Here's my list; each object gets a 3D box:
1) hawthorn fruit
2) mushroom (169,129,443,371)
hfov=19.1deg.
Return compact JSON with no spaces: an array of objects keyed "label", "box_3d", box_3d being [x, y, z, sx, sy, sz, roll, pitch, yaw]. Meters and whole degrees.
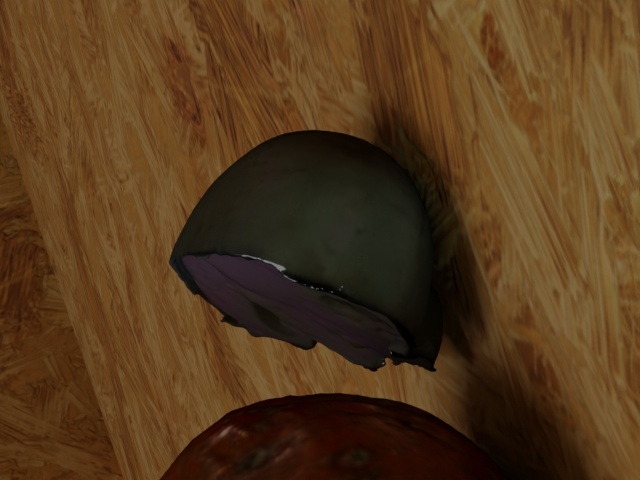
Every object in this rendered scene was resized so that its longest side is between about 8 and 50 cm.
[{"label":"hawthorn fruit","box_3d":[0.014,0.198,0.974,0.262,0.258,0.258,-34,-69,-66]},{"label":"mushroom","box_3d":[0.000,0.000,1.038,0.188,0.141,0.117,2,75,66]}]
